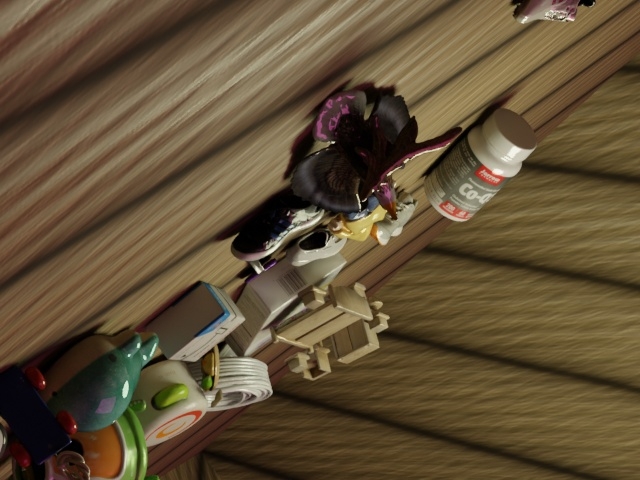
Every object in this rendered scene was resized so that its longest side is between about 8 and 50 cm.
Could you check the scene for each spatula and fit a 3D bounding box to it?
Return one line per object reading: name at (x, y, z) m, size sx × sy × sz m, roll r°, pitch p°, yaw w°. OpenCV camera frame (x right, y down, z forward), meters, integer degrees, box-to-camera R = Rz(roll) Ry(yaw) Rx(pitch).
spatula at (-0.134, 0.046, 2.042) m, size 0.084 × 0.030 × 0.296 m, roll -36°, pitch 170°, yaw -4°

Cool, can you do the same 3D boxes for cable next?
cable at (-0.252, 0.358, 2.486) m, size 0.257 × 0.089 × 0.257 m, roll -25°, pitch 152°, yaw 35°

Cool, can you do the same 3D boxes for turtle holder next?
turtle holder at (-0.500, 0.433, 2.000) m, size 0.320 × 0.243 × 0.228 m, roll 2°, pitch -178°, yaw 43°

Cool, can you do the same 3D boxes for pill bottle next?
pill bottle at (0.402, -0.190, 2.519) m, size 0.161 × 0.161 × 0.283 m, roll -27°, pitch 164°, yaw -48°

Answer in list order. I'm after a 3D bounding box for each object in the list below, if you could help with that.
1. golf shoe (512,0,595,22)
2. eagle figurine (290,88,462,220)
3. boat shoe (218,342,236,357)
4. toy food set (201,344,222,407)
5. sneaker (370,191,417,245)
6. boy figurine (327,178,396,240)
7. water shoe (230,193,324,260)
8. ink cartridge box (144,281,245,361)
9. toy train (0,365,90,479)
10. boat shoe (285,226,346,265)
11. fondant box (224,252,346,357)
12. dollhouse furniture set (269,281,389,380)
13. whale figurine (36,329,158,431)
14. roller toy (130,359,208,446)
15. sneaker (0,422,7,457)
golf shoe at (0.428, -0.431, 1.812) m, size 0.186 × 0.086 × 0.067 m, roll -32°, pitch 169°, yaw -28°
eagle figurine at (0.076, -0.134, 1.660) m, size 0.298 × 0.227 × 0.225 m, roll -136°, pitch -128°, yaw -75°
boat shoe at (-0.253, 0.350, 2.710) m, size 0.118 × 0.103 × 0.320 m, roll -38°, pitch 169°, yaw -7°
toy food set at (-0.260, 0.284, 2.300) m, size 0.039 × 0.192 × 0.132 m, roll 1°, pitch 157°, yaw -17°
sneaker at (0.171, -0.070, 2.470) m, size 0.121 × 0.099 × 0.262 m, roll -50°, pitch 174°, yaw 17°
boy figurine at (0.088, -0.072, 2.146) m, size 0.177 × 0.092 × 0.285 m, roll -38°, pitch 170°, yaw -9°
water shoe at (-0.083, -0.040, 1.815) m, size 0.203 × 0.073 × 0.080 m, roll -33°, pitch 141°, yaw -27°
ink cartridge box at (-0.247, 0.167, 2.016) m, size 0.148 × 0.086 × 0.203 m, roll -40°, pitch 169°, yaw 1°
toy train at (-0.442, 0.328, 1.605) m, size 0.105 × 0.248 × 0.143 m, roll -35°, pitch 173°, yaw -23°
boat shoe at (0.000, 0.000, 2.246) m, size 0.184 × 0.066 × 0.063 m, roll -17°, pitch 158°, yaw -40°
fondant box at (-0.095, 0.140, 2.398) m, size 0.238 × 0.096 × 0.330 m, roll -34°, pitch 169°, yaw -28°
dollhouse furniture set at (-0.033, 0.169, 2.370) m, size 0.303 × 0.173 × 0.356 m, roll -31°, pitch 146°, yaw 27°
whale figurine at (-0.374, 0.247, 1.771) m, size 0.216 × 0.141 × 0.272 m, roll -44°, pitch 170°, yaw 23°
roller toy at (-0.369, 0.364, 2.267) m, size 0.209 × 0.146 × 0.191 m, roll -37°, pitch 160°, yaw 14°
sneaker at (-0.633, 0.383, 1.598) m, size 0.270 × 0.090 × 0.145 m, roll -35°, pitch 171°, yaw -8°
